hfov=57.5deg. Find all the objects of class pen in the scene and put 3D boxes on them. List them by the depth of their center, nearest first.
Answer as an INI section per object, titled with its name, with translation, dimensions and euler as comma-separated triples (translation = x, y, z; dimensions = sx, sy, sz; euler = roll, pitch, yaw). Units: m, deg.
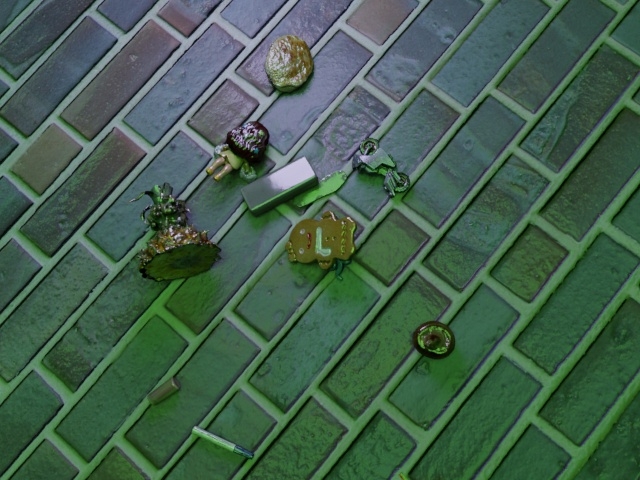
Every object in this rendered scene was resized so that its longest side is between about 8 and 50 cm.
[pen]
translation = -0.295, 0.609, 1.758
dimensions = 0.204, 0.025, 0.025
euler = 22, 81, 6

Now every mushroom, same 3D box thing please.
[mushroom]
translation = 0.340, 0.301, 1.755
dimensions = 0.126, 0.085, 0.109
euler = 30, 47, 11

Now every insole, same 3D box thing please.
[insole]
translation = 0.002, -0.167, 1.901
dimensions = 0.191, 0.010, 0.063
euler = -30, 78, -2

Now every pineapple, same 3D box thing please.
[pineapple]
translation = -0.466, -0.042, 1.814
dimensions = 0.262, 0.262, 0.272
euler = -21, 67, -1

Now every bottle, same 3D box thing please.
[bottle]
translation = -0.480, 0.464, 1.787
dimensions = 0.096, 0.045, 0.045
euler = -36, 79, -2

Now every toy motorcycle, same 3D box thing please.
[toy motorcycle]
translation = 0.186, -0.227, 1.870
dimensions = 0.122, 0.080, 0.215
euler = -39, 84, -5

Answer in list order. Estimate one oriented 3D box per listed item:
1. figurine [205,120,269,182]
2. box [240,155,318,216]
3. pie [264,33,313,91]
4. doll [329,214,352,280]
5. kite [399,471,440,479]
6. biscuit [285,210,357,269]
[figurine]
translation = -0.264, -0.283, 1.886
dimensions = 0.174, 0.116, 0.240
euler = 41, 84, 10
[box]
translation = -0.132, -0.176, 1.884
dimensions = 0.243, 0.055, 0.103
euler = -28, 70, -3
[pie]
translation = -0.105, -0.591, 1.960
dimensions = 0.163, 0.079, 0.194
euler = 26, 80, -2
[doll]
translation = 0.052, 0.023, 1.835
dimensions = 0.109, 0.067, 0.206
euler = -1, 91, 14
[kite]
translation = 0.273, 0.753, 1.705
dimensions = 0.189, 0.010, 0.159
euler = -22, 77, -3
[biscuit]
translation = -0.002, -0.001, 1.805
dimensions = 0.248, 0.035, 0.184
euler = -2, 78, 30
